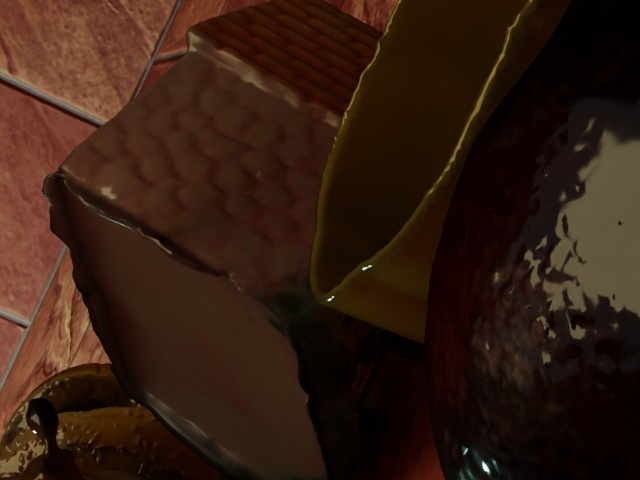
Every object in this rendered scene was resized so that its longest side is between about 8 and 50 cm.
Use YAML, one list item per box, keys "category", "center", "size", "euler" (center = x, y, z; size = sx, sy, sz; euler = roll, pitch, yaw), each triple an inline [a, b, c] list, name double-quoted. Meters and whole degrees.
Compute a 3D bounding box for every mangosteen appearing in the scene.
- category: "mangosteen"
  center: [0.158, 0.028, 0.443]
  size: [0.261, 0.235, 0.235]
  euler: [25, 89, 38]

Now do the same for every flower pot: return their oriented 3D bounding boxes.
- category: "flower pot"
  center: [0.114, -0.029, 0.730]
  size: [0.195, 0.179, 0.195]
  euler: [-57, 15, 24]

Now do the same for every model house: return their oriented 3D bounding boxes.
- category: "model house"
  center: [0.000, 0.000, 1.185]
  size: [0.237, 0.202, 0.237]
  euler: [-46, -34, -26]

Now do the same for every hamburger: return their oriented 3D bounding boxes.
- category: "hamburger"
  center: [-0.159, 0.185, 1.413]
  size: [0.118, 0.191, 0.182]
  euler: [-80, -11, -74]

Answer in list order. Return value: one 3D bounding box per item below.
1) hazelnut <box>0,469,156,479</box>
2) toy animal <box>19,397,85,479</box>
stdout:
- category: "hazelnut"
  center: [-0.154, 0.262, 1.234]
  size: [0.261, 0.261, 0.241]
  euler: [137, 125, -59]
- category: "toy animal"
  center: [-0.104, 0.246, 0.981]
  size: [0.157, 0.097, 0.312]
  euler: [9, 116, 58]
